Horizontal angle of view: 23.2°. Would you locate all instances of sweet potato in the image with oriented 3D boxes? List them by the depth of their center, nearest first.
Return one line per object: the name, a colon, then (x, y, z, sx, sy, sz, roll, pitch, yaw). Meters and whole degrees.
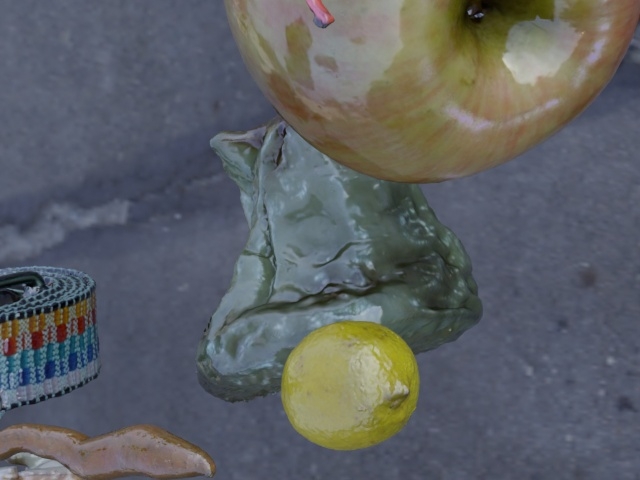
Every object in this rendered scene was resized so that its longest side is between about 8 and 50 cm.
sweet potato: (-0.144, 0.142, 1.038, 0.179, 0.044, 0.044, 2, 83, 27)

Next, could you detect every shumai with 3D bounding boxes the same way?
shumai: (0.000, 0.000, 1.806, 0.324, 0.397, 0.323, -16, 84, 22)

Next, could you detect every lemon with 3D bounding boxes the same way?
lemon: (0.023, 0.121, 1.305, 0.133, 0.109, 0.109, -9, 76, 37)

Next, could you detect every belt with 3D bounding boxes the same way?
belt: (-0.384, 0.113, 1.820, 0.207, 0.257, 0.150, 14, 111, 50)

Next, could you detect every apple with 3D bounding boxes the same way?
apple: (0.095, -0.248, 1.424, 0.391, 0.391, 0.346, -63, 32, 17)

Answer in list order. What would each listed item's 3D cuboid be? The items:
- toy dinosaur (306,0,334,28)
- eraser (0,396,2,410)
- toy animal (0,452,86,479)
toy dinosaur: (0.019, -0.305, 1.142, 0.070, 0.139, 0.286, 1, 104, 39)
eraser: (-0.450, 0.097, 1.416, 0.101, 0.332, 0.155, -54, 49, 4)
toy animal: (-0.316, 0.333, 1.786, 0.104, 0.184, 0.185, 10, 97, 53)
